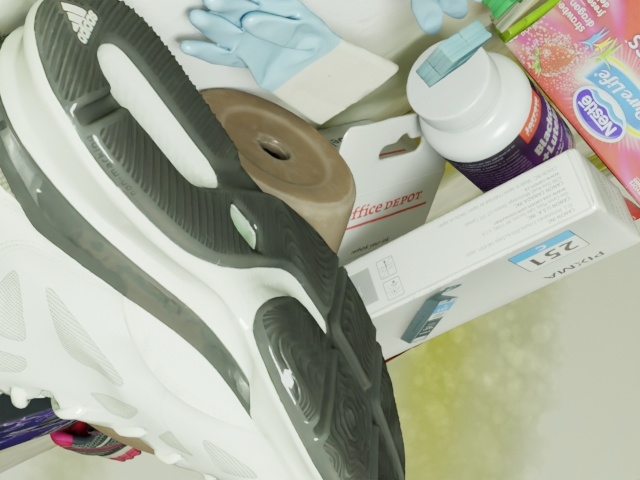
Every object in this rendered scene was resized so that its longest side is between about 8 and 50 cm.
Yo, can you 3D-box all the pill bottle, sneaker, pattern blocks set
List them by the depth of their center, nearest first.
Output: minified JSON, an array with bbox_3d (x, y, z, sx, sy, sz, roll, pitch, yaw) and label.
[{"bbox_3d":[-0.129,0.068,0.666,0.258,0.447,0.169,-21,-146,21],"label":"sneaker"},{"bbox_3d":[0.217,-0.237,0.764,0.325,0.026,0.285,-37,177,-34],"label":"pattern blocks set"},{"bbox_3d":[0.159,-0.111,0.943,0.108,0.108,0.193,-31,148,20],"label":"pill bottle"},{"bbox_3d":[-0.229,0.206,1.307,0.299,0.120,0.112,-38,146,26],"label":"sneaker"}]

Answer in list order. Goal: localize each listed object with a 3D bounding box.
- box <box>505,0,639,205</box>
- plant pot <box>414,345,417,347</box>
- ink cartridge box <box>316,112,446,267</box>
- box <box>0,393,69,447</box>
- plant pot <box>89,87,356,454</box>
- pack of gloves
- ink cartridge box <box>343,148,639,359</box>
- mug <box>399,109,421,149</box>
[{"bbox_3d":[0.306,-0.139,0.977,0.123,0.256,0.128,-40,167,17],"label":"box"},{"bbox_3d":[0.005,0.094,1.471,0.267,0.235,0.267,-23,170,-32],"label":"plant pot"},{"bbox_3d":[0.000,0.000,1.051,0.207,0.119,0.353,-18,135,-47],"label":"ink cartridge box"},{"bbox_3d":[-0.294,0.138,0.962,0.184,0.103,0.261,-11,167,-37],"label":"box"},{"bbox_3d":[-0.090,0.006,0.821,0.263,0.263,0.229,-15,145,-54],"label":"plant pot"},{"bbox_3d":[0.016,-0.175,0.701,0.195,0.046,0.232,-31,160,20],"label":"pack of gloves"},{"bbox_3d":[0.163,0.035,0.977,0.296,0.066,0.261,-28,156,24],"label":"ink cartridge box"},{"bbox_3d":[0.123,-0.120,1.175,0.062,0.064,0.078,-25,170,-12],"label":"mug"}]
